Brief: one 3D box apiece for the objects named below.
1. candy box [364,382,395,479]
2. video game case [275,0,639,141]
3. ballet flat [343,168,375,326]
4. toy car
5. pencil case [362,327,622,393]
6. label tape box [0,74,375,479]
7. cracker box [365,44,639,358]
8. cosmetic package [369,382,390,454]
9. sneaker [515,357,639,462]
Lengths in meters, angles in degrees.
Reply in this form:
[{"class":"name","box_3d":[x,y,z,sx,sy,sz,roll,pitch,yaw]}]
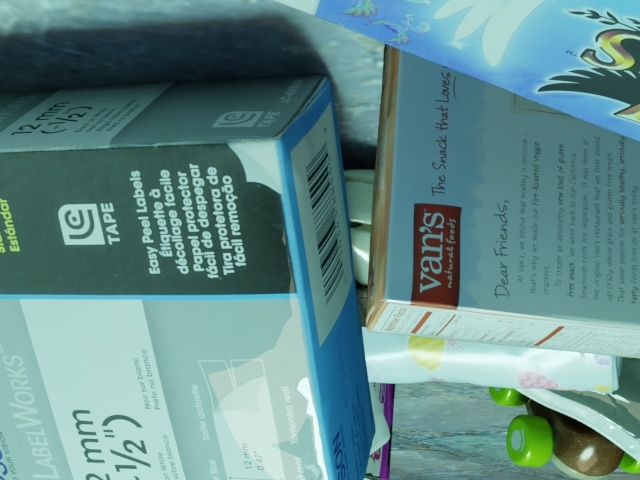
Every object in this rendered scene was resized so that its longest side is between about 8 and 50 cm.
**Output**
[{"class":"candy box","box_3d":[-0.034,0.183,1.189,0.234,0.159,0.071,-11,156,37]},{"class":"video game case","box_3d":[0.115,-0.113,0.327,0.270,0.061,0.244,20,161,-3]},{"class":"ballet flat","box_3d":[0.000,0.000,0.728,0.316,0.107,0.106,-5,152,22]},{"class":"toy car","box_3d":[0.283,0.133,1.080,0.155,0.149,0.188,7,133,-17]},{"class":"pencil case","box_3d":[0.107,0.063,0.870,0.273,0.113,0.124,0,180,16]},{"class":"label tape box","box_3d":[-0.155,0.041,0.658,0.348,0.115,0.249,-2,116,14]},{"class":"cracker box","box_3d":[0.143,-0.025,0.528,0.232,0.155,0.067,7,162,-4]},{"class":"cosmetic package","box_3d":[-0.188,0.196,1.077,0.453,0.161,0.230,-14,-171,38]},{"class":"sneaker","box_3d":[0.258,0.088,0.958,0.296,0.146,0.104,31,-159,1]}]
